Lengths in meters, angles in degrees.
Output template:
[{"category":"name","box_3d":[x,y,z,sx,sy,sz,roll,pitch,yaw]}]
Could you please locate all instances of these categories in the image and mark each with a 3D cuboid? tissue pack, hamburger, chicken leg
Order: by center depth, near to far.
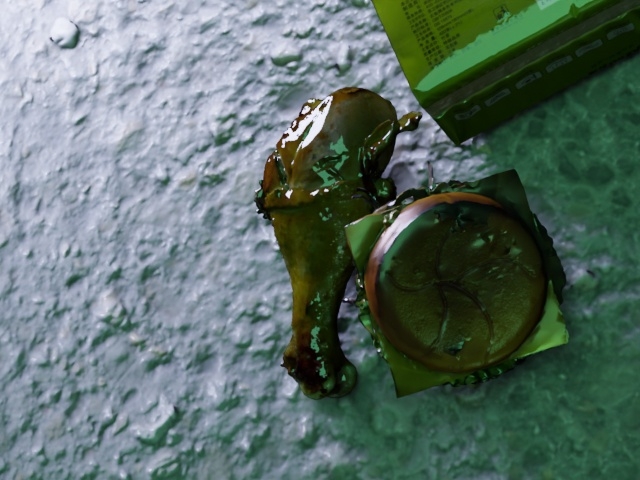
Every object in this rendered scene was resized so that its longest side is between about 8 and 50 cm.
[{"category":"hamburger","box_3d":[0.143,0.041,1.511,0.243,0.138,0.262,-14,96,-4]},{"category":"tissue pack","box_3d":[0.220,-0.274,1.586,0.274,0.167,0.200,-28,64,15]},{"category":"chicken leg","box_3d":[-0.011,-0.011,1.629,0.211,0.140,0.361,26,101,53]}]
